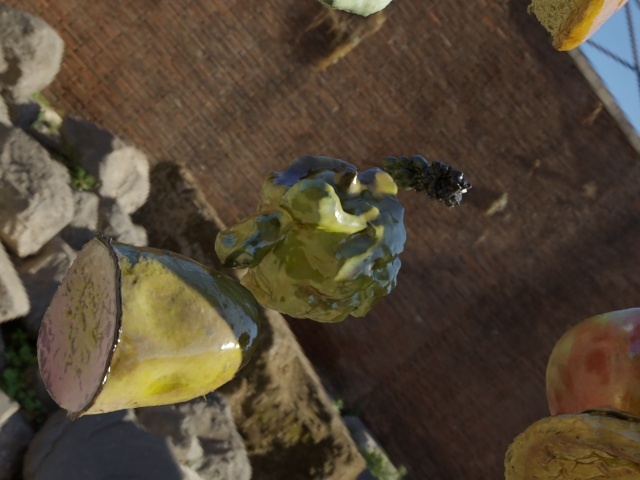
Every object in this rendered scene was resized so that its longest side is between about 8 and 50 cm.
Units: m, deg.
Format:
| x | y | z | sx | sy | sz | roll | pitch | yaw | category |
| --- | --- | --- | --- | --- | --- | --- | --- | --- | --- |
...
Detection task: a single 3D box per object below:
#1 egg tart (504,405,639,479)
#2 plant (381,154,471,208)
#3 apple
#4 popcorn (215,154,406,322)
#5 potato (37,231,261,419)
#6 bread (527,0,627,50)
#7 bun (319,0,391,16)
| x | y | z | sx | sy | sz | roll | pitch | yaw | category |
| --- | --- | --- | --- | --- | --- | --- | --- | --- | --- |
| 0.453 | 0.369 | 1.305 | 0.341 | 0.341 | 0.129 | 49 | 41 | -16 | egg tart |
| 0.190 | -0.113 | 1.507 | 0.174 | 0.087 | 0.085 | 21 | -45 | 28 | plant |
| 0.570 | 0.271 | 1.498 | 0.319 | 0.319 | 0.277 | 45 | 40 | -65 | apple |
| -0.002 | 0.005 | 1.367 | 0.279 | 0.274 | 0.335 | 46 | 35 | -15 | popcorn |
| -0.202 | 0.113 | 1.100 | 0.266 | 0.229 | 0.229 | 10 | 30 | -40 | potato |
| 0.388 | -0.380 | 1.134 | 0.121 | 0.245 | 0.174 | 37 | -10 | 17 | bread |
| 0.019 | -0.344 | 0.931 | 0.195 | 0.118 | 0.195 | 34 | 29 | -22 | bun |
